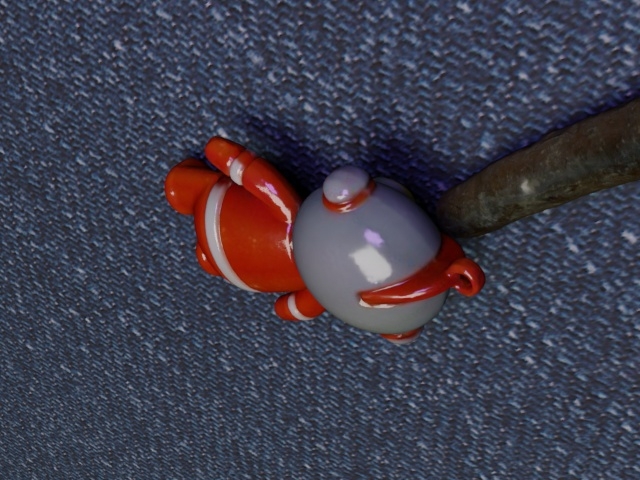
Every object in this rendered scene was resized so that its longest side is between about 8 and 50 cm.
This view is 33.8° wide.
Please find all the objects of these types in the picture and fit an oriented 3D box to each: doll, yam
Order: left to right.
[{"bbox_3d":[0.000,0.000,0.894,0.336,0.105,0.200,12,134,45],"label":"doll"},{"bbox_3d":[0.192,-0.059,0.764,0.061,0.061,0.274,50,140,-15],"label":"yam"}]
